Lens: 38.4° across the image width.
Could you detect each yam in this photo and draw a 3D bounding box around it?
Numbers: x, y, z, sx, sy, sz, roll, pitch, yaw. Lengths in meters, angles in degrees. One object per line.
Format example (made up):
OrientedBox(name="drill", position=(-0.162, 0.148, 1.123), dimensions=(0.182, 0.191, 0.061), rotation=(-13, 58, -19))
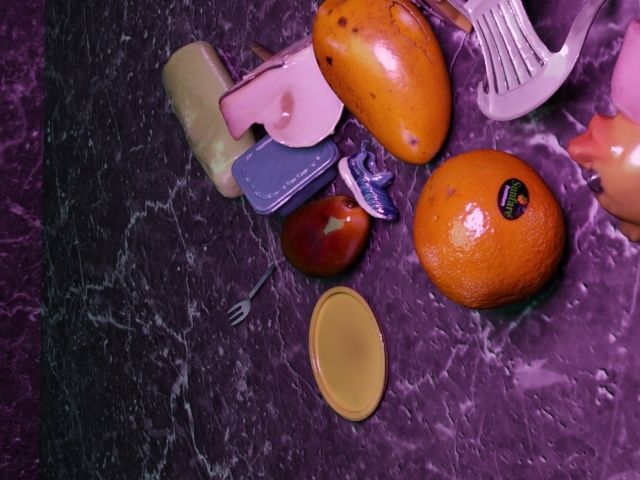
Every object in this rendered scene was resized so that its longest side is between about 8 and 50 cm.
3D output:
OrientedBox(name="yam", position=(-0.080, -0.335, 1.737), dimensions=(0.234, 0.027, 0.029), rotation=(41, 137, 47))

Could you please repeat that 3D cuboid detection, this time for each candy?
OrientedBox(name="candy", position=(-0.211, -0.252, 1.872), dimensions=(0.142, 0.132, 0.343), rotation=(-31, 62, 8))

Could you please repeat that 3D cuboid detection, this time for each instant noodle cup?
OrientedBox(name="instant noodle cup", position=(-0.055, -0.126, 1.627), dimensions=(0.179, 0.070, 0.157), rotation=(-39, 50, 4))

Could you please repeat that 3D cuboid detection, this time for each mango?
OrientedBox(name="mango", position=(0.000, 0.000, 1.579), dimensions=(0.267, 0.111, 0.133), rotation=(-24, 90, 63))
OrientedBox(name="mango", position=(0.099, -0.247, 1.344), dimensions=(0.290, 0.160, 0.191), rotation=(62, 157, 8))

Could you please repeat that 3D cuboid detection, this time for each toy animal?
OrientedBox(name="toy animal", position=(0.368, -0.129, 0.962), dimensions=(0.169, 0.195, 0.281), rotation=(25, 117, 9))

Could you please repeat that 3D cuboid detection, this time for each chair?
OrientedBox(name="chair", position=(0.227, -0.310, 1.133), dimensions=(0.275, 0.190, 0.203), rotation=(54, 145, -4))

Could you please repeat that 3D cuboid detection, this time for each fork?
OrientedBox(name="fork", position=(-0.133, 0.108, 1.879), dimensions=(0.235, 0.021, 0.039), rotation=(-48, 58, 46))

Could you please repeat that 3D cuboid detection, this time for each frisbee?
OrientedBox(name="frisbee", position=(0.048, 0.197, 1.611), dimensions=(0.236, 0.017, 0.236), rotation=(9, 101, 57))

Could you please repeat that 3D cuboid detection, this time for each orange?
OrientedBox(name="orange", position=(0.213, -0.016, 1.177), dimensions=(0.206, 0.206, 0.206), rotation=(10, 102, 56))

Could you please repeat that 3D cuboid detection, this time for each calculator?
OrientedBox(name="calculator", position=(0.113, -0.377, 1.316), dimensions=(0.236, 0.157, 0.033), rotation=(38, 99, 31))

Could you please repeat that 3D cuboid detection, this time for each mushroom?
OrientedBox(name="mushroom", position=(-0.040, -0.250, 1.591), dimensions=(0.236, 0.173, 0.162), rotation=(-28, 102, 17))

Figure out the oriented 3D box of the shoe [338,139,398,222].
OrientedBox(name="shoe", position=(0.087, -0.090, 1.485), dimensions=(0.071, 0.064, 0.143), rotation=(-44, 61, 28))
